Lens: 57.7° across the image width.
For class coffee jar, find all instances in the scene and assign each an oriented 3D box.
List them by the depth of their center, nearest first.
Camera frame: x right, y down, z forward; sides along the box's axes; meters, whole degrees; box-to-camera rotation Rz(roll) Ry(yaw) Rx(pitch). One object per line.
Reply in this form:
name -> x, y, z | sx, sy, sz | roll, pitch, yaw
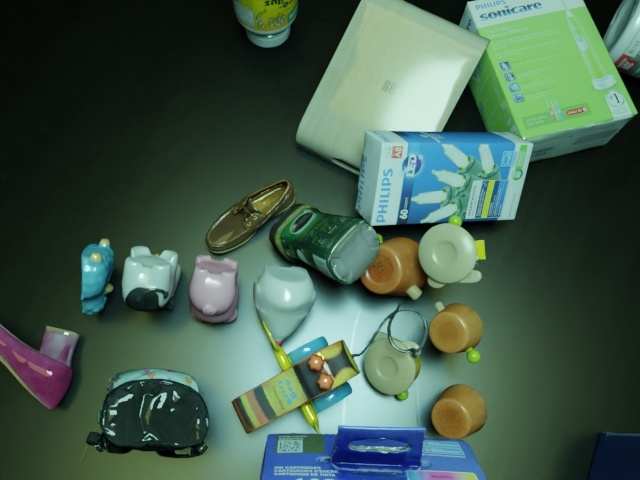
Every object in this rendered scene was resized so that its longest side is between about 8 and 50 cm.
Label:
coffee jar -> 0.000, 0.000, 0.900 | 0.096, 0.184, 0.079 | -47, 124, -16

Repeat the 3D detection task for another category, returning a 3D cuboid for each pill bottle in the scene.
pill bottle -> -0.098, -0.437, 1.015 | 0.117, 0.208, 0.118 | 1, 71, -2
pill bottle -> 0.674, -0.346, 1.044 | 0.283, 0.161, 0.161 | 23, 72, 5

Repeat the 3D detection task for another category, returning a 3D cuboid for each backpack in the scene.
backpack -> -0.235, 0.236, 0.808 | 0.151, 0.182, 0.115 | 16, 73, -19

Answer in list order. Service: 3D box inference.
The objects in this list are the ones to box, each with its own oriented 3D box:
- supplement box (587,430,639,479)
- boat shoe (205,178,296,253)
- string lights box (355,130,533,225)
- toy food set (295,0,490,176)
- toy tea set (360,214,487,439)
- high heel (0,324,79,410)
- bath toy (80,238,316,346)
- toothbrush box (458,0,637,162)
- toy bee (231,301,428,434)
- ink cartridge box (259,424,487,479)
supplement box -> 0.563, 0.417, 0.773 | 0.356, 0.194, 0.195 | 23, 73, 5
boat shoe -> -0.118, -0.047, 0.965 | 0.178, 0.060, 0.064 | -36, 77, -13
string lights box -> 0.193, -0.101, 0.924 | 0.259, 0.077, 0.133 | -3, 116, -18
toy food set -> 0.120, -0.253, 0.998 | 0.219, 0.092, 0.306 | 28, 97, 6
toy tea set -> 0.169, 0.133, 0.896 | 0.200, 0.124, 0.336 | -3, 90, 32
high heel -> -0.495, 0.178, 0.867 | 0.244, 0.082, 0.117 | 13, 61, -11
bath toy -> -0.183, 0.084, 0.888 | 0.348, 0.151, 0.129 | 9, 106, -3
toothbrush box -> 0.387, -0.295, 1.035 | 0.206, 0.122, 0.283 | -14, 74, -6
toy bee -> -0.016, 0.177, 0.796 | 0.195, 0.162, 0.298 | 40, 98, 16
ink cartridge box -> 0.055, 0.392, 0.702 | 0.269, 0.151, 0.396 | 2, 98, -2
